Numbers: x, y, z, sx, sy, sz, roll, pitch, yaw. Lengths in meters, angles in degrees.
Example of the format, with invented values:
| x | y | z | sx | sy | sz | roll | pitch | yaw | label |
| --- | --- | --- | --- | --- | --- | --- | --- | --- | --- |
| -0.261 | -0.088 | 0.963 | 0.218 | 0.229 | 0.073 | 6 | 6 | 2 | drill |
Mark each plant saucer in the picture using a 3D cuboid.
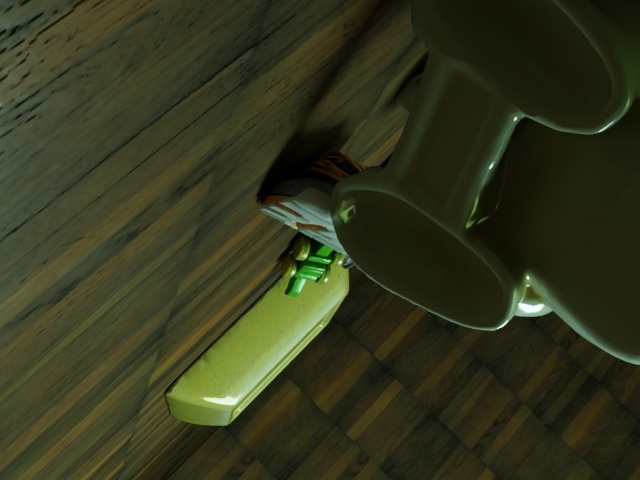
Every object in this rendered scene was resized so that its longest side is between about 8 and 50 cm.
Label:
| x | y | z | sx | sy | sz | roll | pitch | yaw | label |
| --- | --- | --- | --- | --- | --- | --- | --- | --- | --- |
| -0.079 | 0.153 | 1.473 | 0.333 | 0.081 | 0.333 | -45 | 174 | -16 | plant saucer |

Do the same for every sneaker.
| x | y | z | sx | sy | sz | roll | pitch | yaw | label |
| --- | --- | --- | --- | --- | --- | --- | --- | --- | --- |
| 0.007 | -0.040 | 0.865 | 0.083 | 0.084 | 0.215 | -60 | 177 | 2 | sneaker |

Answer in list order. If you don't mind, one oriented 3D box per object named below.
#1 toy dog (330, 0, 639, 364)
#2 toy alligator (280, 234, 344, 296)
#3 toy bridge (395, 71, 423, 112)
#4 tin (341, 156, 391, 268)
| x | y | z | sx | sy | sz | roll | pitch | yaw | label |
| --- | --- | --- | --- | --- | --- | --- | --- | --- | --- |
| 0.273 | -0.111 | 0.747 | 0.408 | 0.395 | 0.284 | -35 | 145 | -41 | toy dog |
| 0.000 | 0.000 | 1.174 | 0.189 | 0.056 | 0.051 | 126 | -32 | -46 | toy alligator |
| 0.133 | -0.175 | 1.031 | 0.063 | 0.026 | 0.188 | -52 | 172 | 28 | toy bridge |
| 0.077 | -0.046 | 1.327 | 0.189 | 0.040 | 0.106 | -51 | 167 | -5 | tin |
